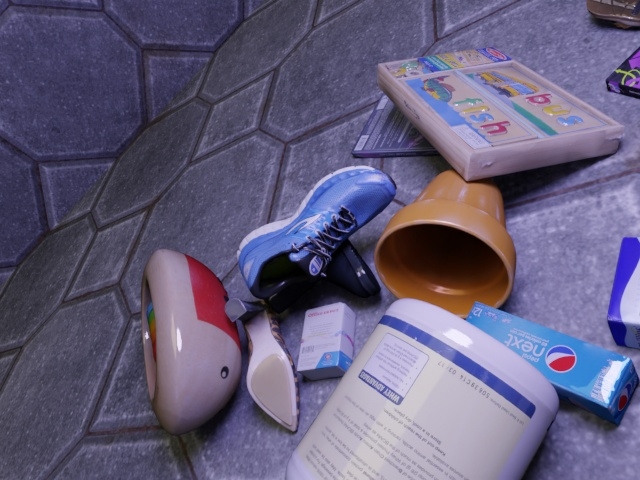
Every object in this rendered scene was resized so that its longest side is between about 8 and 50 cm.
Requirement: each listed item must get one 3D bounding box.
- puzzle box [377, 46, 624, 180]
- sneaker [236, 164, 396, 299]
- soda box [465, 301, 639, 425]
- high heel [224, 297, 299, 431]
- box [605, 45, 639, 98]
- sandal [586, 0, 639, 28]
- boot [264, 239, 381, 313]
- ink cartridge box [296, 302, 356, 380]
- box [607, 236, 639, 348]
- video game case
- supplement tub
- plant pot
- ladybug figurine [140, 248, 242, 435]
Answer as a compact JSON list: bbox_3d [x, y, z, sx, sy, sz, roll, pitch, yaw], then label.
[{"bbox_3d":[0.300,-0.256,0.906,0.272,0.052,0.409,-12,40,-10],"label":"puzzle box"},{"bbox_3d":[0.000,0.000,0.868,0.330,0.130,0.147,-36,37,13],"label":"sneaker"},{"bbox_3d":[0.292,0.156,0.650,0.210,0.071,0.067,21,72,49],"label":"soda box"},{"bbox_3d":[-0.086,0.230,0.945,0.093,0.186,0.261,-29,75,4],"label":"high heel"},{"bbox_3d":[0.578,-0.277,0.800,0.116,0.029,0.162,-45,40,2],"label":"box"},{"bbox_3d":[0.583,-0.427,0.916,0.180,0.049,0.072,39,92,36],"label":"sandal"},{"bbox_3d":[-0.010,0.082,0.962,0.207,0.094,0.246,-38,33,4],"label":"boot"},{"bbox_3d":[0.013,0.184,0.891,0.088,0.052,0.122,-17,49,31],"label":"ink cartridge box"},{"bbox_3d":[0.439,0.068,0.595,0.137,0.072,0.126,2,58,43],"label":"box"},{"bbox_3d":[0.216,-0.275,1.125,0.274,0.026,0.196,9,63,44],"label":"video game case"},{"bbox_3d":[0.106,0.262,0.596,0.235,0.235,0.325,23,74,49],"label":"supplement tub"},{"bbox_3d":[0.211,-0.012,0.785,0.205,0.205,0.188,-9,37,37],"label":"plant pot"},{"bbox_3d":[-0.273,0.184,1.010,0.449,0.162,0.305,-125,41,-50],"label":"ladybug figurine"}]
